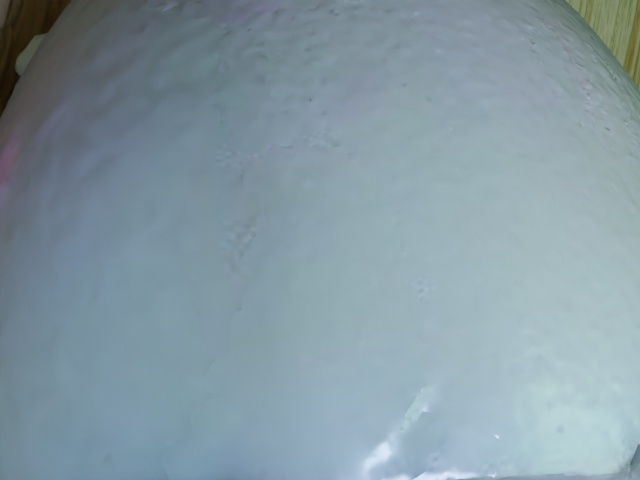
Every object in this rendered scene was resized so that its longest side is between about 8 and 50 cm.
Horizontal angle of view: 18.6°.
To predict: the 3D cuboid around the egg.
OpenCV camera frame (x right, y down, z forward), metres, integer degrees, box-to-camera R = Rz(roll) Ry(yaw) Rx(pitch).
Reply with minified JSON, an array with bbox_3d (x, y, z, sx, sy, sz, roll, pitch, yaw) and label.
[{"bbox_3d":[0.000,0.000,0.900,0.354,0.354,0.340,36,42,-60],"label":"egg"}]
